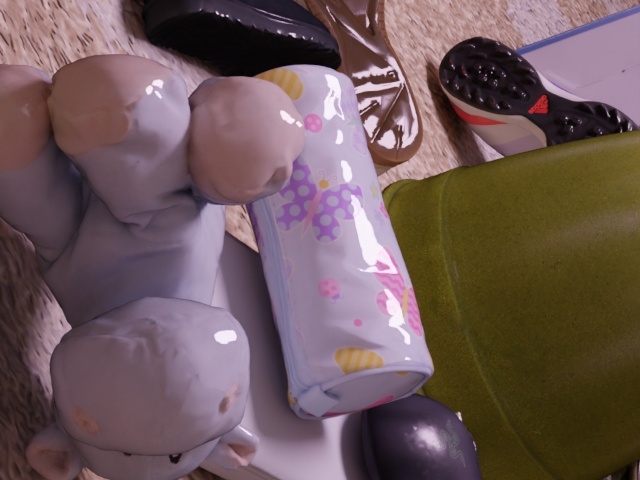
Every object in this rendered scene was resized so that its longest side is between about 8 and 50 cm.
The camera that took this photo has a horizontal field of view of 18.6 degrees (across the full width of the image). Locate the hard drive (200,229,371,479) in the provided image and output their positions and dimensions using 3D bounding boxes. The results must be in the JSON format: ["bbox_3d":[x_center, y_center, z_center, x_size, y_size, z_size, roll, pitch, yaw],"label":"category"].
[{"bbox_3d":[-0.048,0.099,1.499,0.307,0.040,0.203,36,37,-51],"label":"hard drive"}]

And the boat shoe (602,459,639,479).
[{"bbox_3d":[0.296,0.282,2.027,0.080,0.073,0.223,58,24,-19],"label":"boat shoe"}]

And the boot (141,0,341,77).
[{"bbox_3d":[-0.080,-0.253,1.683,0.246,0.094,0.207,16,58,-54],"label":"boot"}]

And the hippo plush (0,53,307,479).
[{"bbox_3d":[-0.143,0.032,1.223,0.294,0.234,0.236,137,-43,-71],"label":"hippo plush"}]

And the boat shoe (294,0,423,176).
[{"bbox_3d":[0.006,-0.199,1.829,0.109,0.098,0.302,-10,77,-36],"label":"boat shoe"}]

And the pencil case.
[{"bbox_3d":[0.000,0.000,1.500,0.124,0.113,0.273,8,60,-54],"label":"pencil case"}]

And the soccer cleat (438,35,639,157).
[{"bbox_3d":[0.263,-0.106,2.135,0.318,0.108,0.116,39,-9,30],"label":"soccer cleat"}]

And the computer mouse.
[{"bbox_3d":[0.106,0.200,1.632,0.272,0.072,0.188,50,28,-60],"label":"computer mouse"}]

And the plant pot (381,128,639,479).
[{"bbox_3d":[0.293,0.047,1.886,0.366,0.353,0.366,47,31,-39],"label":"plant pot"}]

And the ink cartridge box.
[{"bbox_3d":[0.444,-0.224,2.569,0.395,0.270,0.151,-9,82,-67],"label":"ink cartridge box"}]
